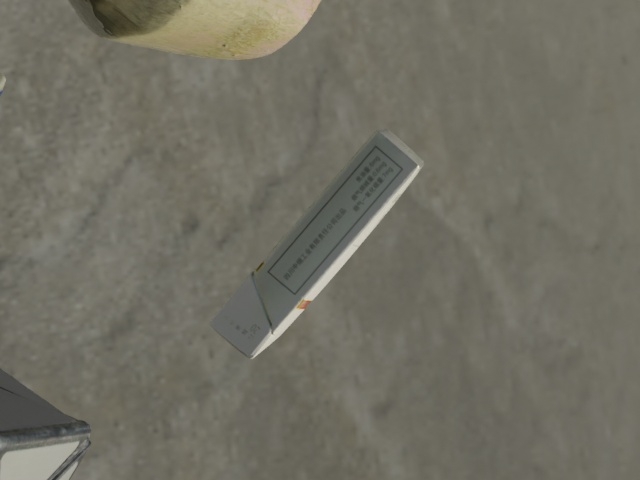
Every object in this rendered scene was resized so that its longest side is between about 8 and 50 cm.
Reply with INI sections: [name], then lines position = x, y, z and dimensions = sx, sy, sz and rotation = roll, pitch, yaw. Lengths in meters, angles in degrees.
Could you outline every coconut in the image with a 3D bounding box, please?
[coconut]
position = -0.088, -0.254, 1.186
dimensions = 0.230, 0.227, 0.227
rotation = 0, 79, -42

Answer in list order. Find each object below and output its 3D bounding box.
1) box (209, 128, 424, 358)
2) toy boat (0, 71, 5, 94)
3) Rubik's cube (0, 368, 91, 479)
[box]
position = 0.000, 0.000, 0.926
dimensions = 0.040, 0.154, 0.084
rotation = 42, 8, -1
[toy boat]
position = -0.271, -0.031, 0.713
dimensions = 0.129, 0.088, 0.295
rotation = 38, 44, -6
[Rubik's cube]
position = -0.422, 0.229, 1.494
dimensions = 0.260, 0.259, 0.255
rotation = -60, 167, 1
